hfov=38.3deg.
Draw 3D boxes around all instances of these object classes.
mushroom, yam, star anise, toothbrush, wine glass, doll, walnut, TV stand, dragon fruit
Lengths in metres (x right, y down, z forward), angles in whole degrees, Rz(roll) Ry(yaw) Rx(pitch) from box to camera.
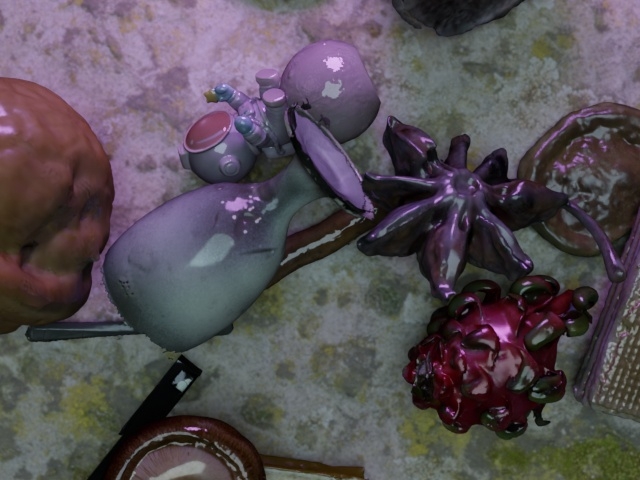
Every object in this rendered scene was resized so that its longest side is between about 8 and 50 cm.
[{"bbox_3d":[-0.184,0.331,1.197,0.231,0.138,0.194,-32,79,-12],"label":"mushroom"},{"bbox_3d":[0.000,0.000,1.318,0.241,0.057,0.056,-29,92,-3],"label":"yam"},{"bbox_3d":[0.193,-0.024,1.255,0.316,0.139,0.359,-27,68,-16],"label":"star anise"},{"bbox_3d":[-0.273,0.125,1.320,0.298,0.030,0.030,-2,98,-1],"label":"toothbrush"},{"bbox_3d":[-0.112,-0.008,1.187,0.357,0.190,0.190,-38,92,19],"label":"wine glass"},{"bbox_3d":[-0.062,-0.165,1.274,0.287,0.151,0.150,-26,92,6],"label":"doll"},{"bbox_3d":[-0.445,-0.039,1.142,0.384,0.383,0.383,0,91,-2],"label":"walnut"},{"bbox_3d":[-0.264,0.277,1.313,0.040,0.049,0.256,39,89,-4],"label":"TV stand"},{"bbox_3d":[0.246,0.143,1.265,0.198,0.218,0.272,34,84,-40],"label":"dragon fruit"}]

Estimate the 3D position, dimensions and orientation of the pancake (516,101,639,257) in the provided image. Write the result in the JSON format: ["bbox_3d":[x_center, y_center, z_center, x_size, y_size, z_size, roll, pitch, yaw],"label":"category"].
[{"bbox_3d":[0.404,-0.087,1.333,0.236,0.042,0.222,-7,93,-1],"label":"pancake"}]

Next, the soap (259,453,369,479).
[{"bbox_3d":[-0.099,0.400,1.302,0.315,0.091,0.199,7,90,-2],"label":"soap"}]

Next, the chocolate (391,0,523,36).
[{"bbox_3d":[0.188,-0.450,1.225,0.303,0.303,0.213,-26,66,-1],"label":"chocolate"}]

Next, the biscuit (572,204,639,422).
[{"bbox_3d":[0.488,0.051,1.302,0.144,0.078,0.425,16,94,-12],"label":"biscuit"}]
